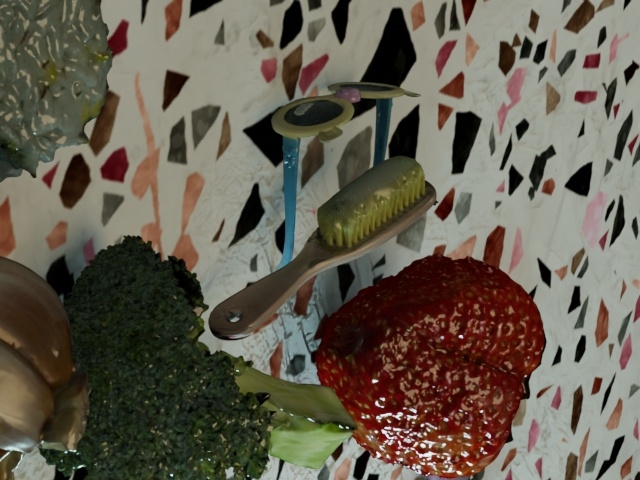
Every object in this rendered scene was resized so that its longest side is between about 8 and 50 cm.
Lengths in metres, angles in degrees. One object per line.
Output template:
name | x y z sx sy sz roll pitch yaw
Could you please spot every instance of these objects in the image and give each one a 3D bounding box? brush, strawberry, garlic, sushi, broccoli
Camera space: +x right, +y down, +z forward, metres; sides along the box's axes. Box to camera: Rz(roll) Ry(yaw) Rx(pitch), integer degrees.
brush | -0.001 -0.002 1.921 0.313 0.072 0.067 -36 132 -32
strawberry | 0.107 0.133 2.099 0.288 0.238 0.250 11 91 -52
garlic | -0.290 0.109 1.496 0.191 0.214 0.160 33 50 -16
sushi | -0.262 -0.159 1.373 0.139 0.184 0.274 -55 144 -31
broccoli | -0.111 0.134 1.749 0.221 0.252 0.361 -69 164 0

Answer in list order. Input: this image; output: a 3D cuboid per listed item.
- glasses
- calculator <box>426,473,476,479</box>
glasses | -0.004 -0.071 2.001 0.189 0.088 0.220 -30 149 -51
calculator | 0.200 0.199 2.477 0.294 0.043 0.194 -51 142 -40
